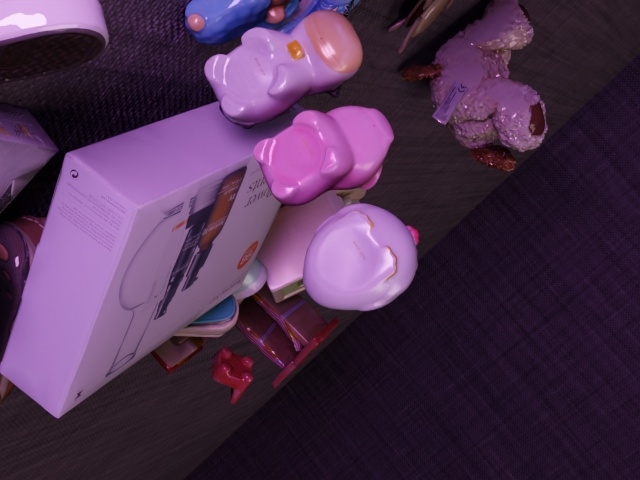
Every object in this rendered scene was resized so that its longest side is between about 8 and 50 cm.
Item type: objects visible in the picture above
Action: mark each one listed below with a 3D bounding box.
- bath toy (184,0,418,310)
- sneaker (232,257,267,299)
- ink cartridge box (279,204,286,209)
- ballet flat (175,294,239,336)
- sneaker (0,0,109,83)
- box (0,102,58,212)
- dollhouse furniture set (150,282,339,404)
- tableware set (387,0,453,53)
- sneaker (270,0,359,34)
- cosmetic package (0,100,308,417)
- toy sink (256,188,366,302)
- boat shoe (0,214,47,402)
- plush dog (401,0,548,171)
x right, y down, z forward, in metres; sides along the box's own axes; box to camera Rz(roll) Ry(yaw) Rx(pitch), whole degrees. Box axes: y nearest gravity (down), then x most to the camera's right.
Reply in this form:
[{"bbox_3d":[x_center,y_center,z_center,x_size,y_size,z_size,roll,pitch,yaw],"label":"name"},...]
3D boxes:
[{"bbox_3d":[0.000,-0.097,0.820,0.151,0.348,0.129,-26,169,11],"label":"bath toy"},{"bbox_3d":[-0.226,0.046,1.282,0.256,0.094,0.151,-22,131,17],"label":"sneaker"},{"bbox_3d":[-0.014,-0.103,1.373,0.225,0.056,0.181,-45,165,17],"label":"ink cartridge box"},{"bbox_3d":[-0.243,0.107,1.217,0.248,0.086,0.086,6,147,-18],"label":"ballet flat"},{"bbox_3d":[-0.285,-0.144,0.507,0.290,0.123,0.106,-14,176,-14],"label":"sneaker"},{"bbox_3d":[-0.352,-0.044,0.683,0.183,0.056,0.231,-42,166,13],"label":"box"},{"bbox_3d":[-0.146,0.186,1.522,0.152,0.201,0.374,-48,173,31],"label":"dollhouse furniture set"},{"bbox_3d":[0.152,-0.337,1.098,0.128,0.039,0.194,-46,176,-24],"label":"tableware set"},{"bbox_3d":[0.009,-0.243,0.948,0.162,0.073,0.063,-40,166,4],"label":"sneaker"},{"bbox_3d":[-0.167,-0.006,0.963,0.377,0.097,0.284,-37,161,-57],"label":"cosmetic package"},{"bbox_3d":[0.000,0.000,1.451,0.234,0.131,0.153,-26,170,-6],"label":"toy sink"},{"bbox_3d":[-0.353,0.090,0.975,0.120,0.122,0.324,-30,164,-49],"label":"boat shoe"},{"bbox_3d":[0.251,-0.232,1.379,0.210,0.262,0.225,-8,159,11],"label":"plush dog"}]
